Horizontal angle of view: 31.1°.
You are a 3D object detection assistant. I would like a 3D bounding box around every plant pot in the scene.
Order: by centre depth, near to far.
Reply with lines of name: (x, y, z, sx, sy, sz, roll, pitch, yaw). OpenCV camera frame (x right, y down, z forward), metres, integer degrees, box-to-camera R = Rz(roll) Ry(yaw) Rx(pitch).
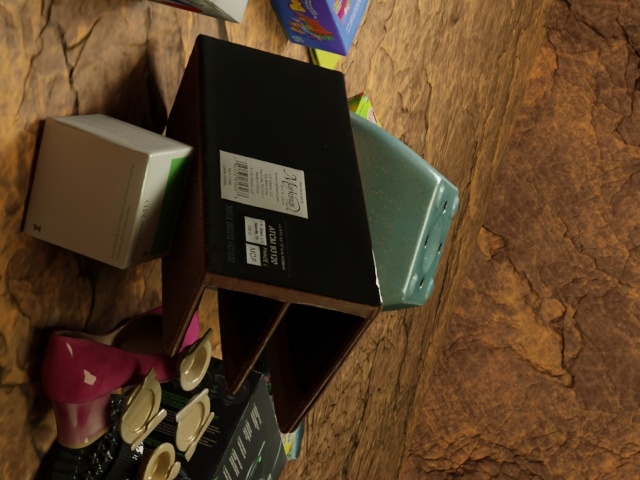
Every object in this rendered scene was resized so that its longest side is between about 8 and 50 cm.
plant pot: (0.016, -0.028, 1.337, 0.248, 0.252, 0.247, 17, 91, -74)

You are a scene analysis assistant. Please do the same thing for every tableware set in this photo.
tableware set: (-0.145, 0.174, 1.131, 0.141, 0.020, 0.168, -51, 149, -43)

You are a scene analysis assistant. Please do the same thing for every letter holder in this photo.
letter holder: (-0.071, -0.001, 1.058, 0.301, 0.152, 0.214, -97, -153, -43)

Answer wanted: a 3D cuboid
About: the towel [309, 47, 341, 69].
towel: (0.037, -0.328, 1.522, 0.237, 0.021, 0.102, -64, 156, -25)

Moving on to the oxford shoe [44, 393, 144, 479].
oxford shoe: (-0.240, 0.258, 1.127, 0.227, 0.083, 0.096, -69, -170, -26)

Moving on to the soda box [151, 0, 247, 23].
soda box: (-0.082, -0.337, 0.969, 0.091, 0.098, 0.286, 14, 92, -74)

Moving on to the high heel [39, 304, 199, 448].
high heel: (-0.188, 0.089, 1.116, 0.244, 0.082, 0.117, -41, 138, -53)

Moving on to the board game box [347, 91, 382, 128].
board game box: (0.049, -0.130, 1.577, 0.092, 0.043, 0.181, 63, 20, -18)

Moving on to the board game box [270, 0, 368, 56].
board game box: (0.035, -0.419, 1.308, 0.233, 0.078, 0.347, 58, 51, -69)

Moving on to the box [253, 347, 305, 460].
box: (-0.054, 0.197, 1.641, 0.159, 0.044, 0.233, 27, 70, -74)

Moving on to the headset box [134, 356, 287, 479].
headset box: (-0.153, 0.286, 1.310, 0.246, 0.131, 0.283, 80, 31, -57)

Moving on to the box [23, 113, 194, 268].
box: (-0.174, -0.043, 0.953, 0.087, 0.102, 0.101, -21, 128, -68)
